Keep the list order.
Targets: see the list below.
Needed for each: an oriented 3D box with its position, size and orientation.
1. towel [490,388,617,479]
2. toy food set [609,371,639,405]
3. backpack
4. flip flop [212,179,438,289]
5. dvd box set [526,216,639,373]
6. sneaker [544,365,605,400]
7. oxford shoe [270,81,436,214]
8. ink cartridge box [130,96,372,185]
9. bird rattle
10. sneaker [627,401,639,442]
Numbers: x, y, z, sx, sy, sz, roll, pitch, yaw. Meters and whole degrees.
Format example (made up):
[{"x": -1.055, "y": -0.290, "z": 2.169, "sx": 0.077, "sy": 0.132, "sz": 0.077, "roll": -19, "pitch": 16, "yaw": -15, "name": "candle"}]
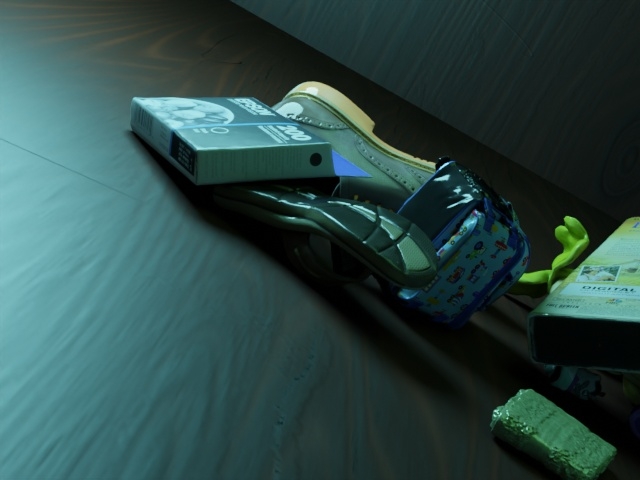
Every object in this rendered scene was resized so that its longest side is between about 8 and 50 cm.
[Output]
[{"x": 0.211, "y": 0.179, "z": 1.187, "sx": 0.110, "sy": 0.027, "sz": 0.148, "roll": 34, "pitch": 12, "yaw": 14, "name": "towel"}, {"x": 0.366, "y": 0.144, "z": 1.561, "sx": 0.192, "sy": 0.038, "sz": 0.132, "roll": 34, "pitch": 28, "yaw": -17, "name": "toy food set"}, {"x": 0.152, "y": 0.019, "z": 1.411, "sx": 0.173, "sy": 0.158, "sz": 0.117, "roll": 33, "pitch": 15, "yaw": -45, "name": "backpack"}, {"x": 0.000, "y": 0.000, "z": 1.316, "sx": 0.277, "sy": 0.080, "sz": 0.112, "roll": 20, "pitch": 17, "yaw": 34, "name": "flip flop"}, {"x": 0.441, "y": 0.055, "z": 1.471, "sx": 0.307, "sy": 0.062, "sz": 0.420, "roll": 3, "pitch": 16, "yaw": 26, "name": "dvd box set"}, {"x": 0.283, "y": 0.149, "z": 1.442, "sx": 0.069, "sy": 0.038, "sz": 0.098, "roll": 30, "pitch": 22, "yaw": -4, "name": "sneaker"}, {"x": 0.072, "y": -0.043, "z": 1.602, "sx": 0.363, "sy": 0.130, "sz": 0.133, "roll": 36, "pitch": 42, "yaw": 11, "name": "oxford shoe"}, {"x": -0.077, "y": -0.113, "z": 1.435, "sx": 0.208, "sy": 0.045, "sz": 0.206, "roll": -3, "pitch": 21, "yaw": -27, "name": "ink cartridge box"}, {"x": 0.362, "y": 0.099, "z": 1.709, "sx": 0.253, "sy": 0.143, "sz": 0.207, "roll": 35, "pitch": 22, "yaw": -30, "name": "bird rattle"}, {"x": 0.368, "y": 0.216, "z": 1.306, "sx": 0.071, "sy": 0.068, "sz": 0.170, "roll": 9, "pitch": 24, "yaw": -43, "name": "sneaker"}]
